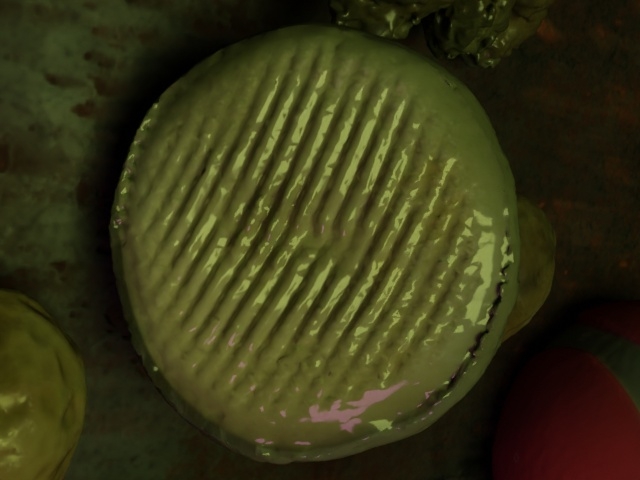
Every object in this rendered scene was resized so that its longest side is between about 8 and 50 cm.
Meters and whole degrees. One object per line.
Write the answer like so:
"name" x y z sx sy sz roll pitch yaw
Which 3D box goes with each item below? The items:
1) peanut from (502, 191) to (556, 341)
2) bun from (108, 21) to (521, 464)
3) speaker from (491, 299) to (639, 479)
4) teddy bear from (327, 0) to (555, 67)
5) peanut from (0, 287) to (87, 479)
"peanut" 0.100 0.039 0.820 0.224 0.129 0.129 -32 121 -28
"bun" 0.000 0.000 0.683 0.146 0.287 0.287 -19 123 -76
"speaker" 0.308 0.210 0.997 0.294 0.294 0.294 -12 111 -34
"teddy bear" 0.096 -0.238 0.715 0.256 0.156 0.267 -14 113 -31
"peanut" -0.227 0.178 0.621 0.147 0.147 0.306 6 96 -38
